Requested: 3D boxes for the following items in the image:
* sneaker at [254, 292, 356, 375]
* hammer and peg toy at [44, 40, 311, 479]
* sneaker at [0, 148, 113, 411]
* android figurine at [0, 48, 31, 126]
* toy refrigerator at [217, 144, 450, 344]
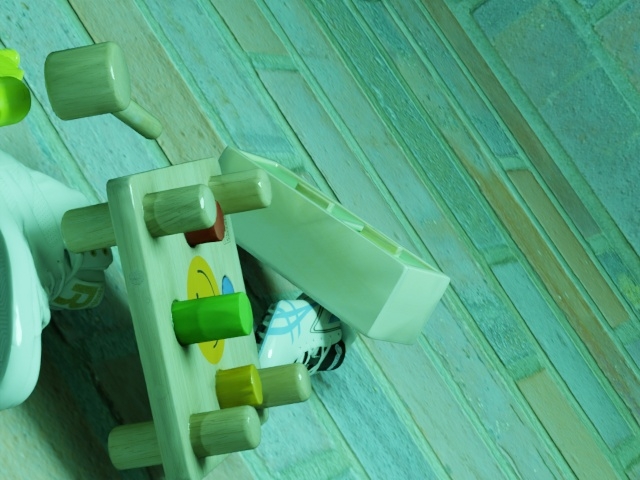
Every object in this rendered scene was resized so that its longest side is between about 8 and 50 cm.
[{"bbox_3d":[-0.021,0.107,1.648,0.086,0.085,0.237,31,18,10],"label":"sneaker"},{"bbox_3d":[-0.114,0.006,1.370,0.266,0.127,0.361,-24,104,-76],"label":"hammer and peg toy"},{"bbox_3d":[-0.232,0.034,1.316,0.169,0.108,0.292,28,31,-41],"label":"sneaker"},{"bbox_3d":[-0.356,-0.157,1.336,0.248,0.056,0.273,31,19,17],"label":"android figurine"},{"bbox_3d":[0.000,0.000,1.706,0.269,0.094,0.102,36,11,32],"label":"toy refrigerator"}]
